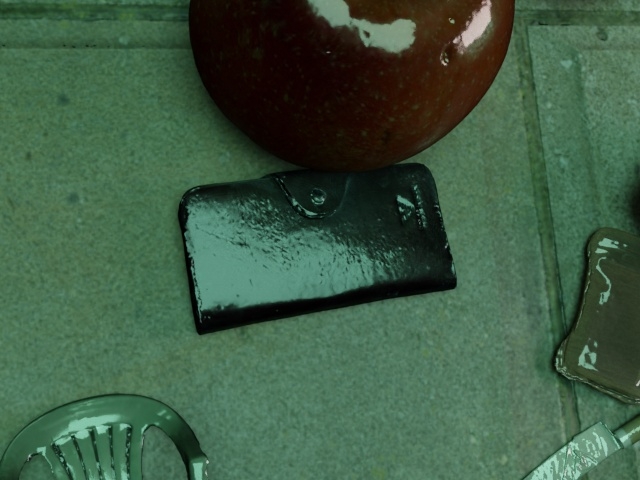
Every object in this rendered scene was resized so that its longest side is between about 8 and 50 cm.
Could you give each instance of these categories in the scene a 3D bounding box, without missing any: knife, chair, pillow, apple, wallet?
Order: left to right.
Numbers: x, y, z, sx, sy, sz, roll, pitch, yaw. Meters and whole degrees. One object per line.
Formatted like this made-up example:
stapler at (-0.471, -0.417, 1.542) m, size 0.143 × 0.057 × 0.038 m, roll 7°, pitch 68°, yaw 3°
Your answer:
chair at (-0.206, 0.301, 0.908) m, size 0.203 × 0.190 × 0.275 m, roll -10°, pitch 89°, yaw -15°
wallet at (0.000, 0.000, 1.070) m, size 0.318 × 0.045 × 0.172 m, roll -8°, pitch 82°, yaw -15°
apple at (0.034, -0.248, 1.004) m, size 0.348 × 0.277 × 0.349 m, roll 2°, pitch 79°, yaw -12°
knife at (0.347, 0.241, 1.112) m, size 0.298 × 0.017 × 0.047 m, roll -29°, pitch 84°, yaw -12°
pillow at (0.375, 0.090, 1.140) m, size 0.135 × 0.034 × 0.211 m, roll 22°, pitch 74°, yaw -4°
